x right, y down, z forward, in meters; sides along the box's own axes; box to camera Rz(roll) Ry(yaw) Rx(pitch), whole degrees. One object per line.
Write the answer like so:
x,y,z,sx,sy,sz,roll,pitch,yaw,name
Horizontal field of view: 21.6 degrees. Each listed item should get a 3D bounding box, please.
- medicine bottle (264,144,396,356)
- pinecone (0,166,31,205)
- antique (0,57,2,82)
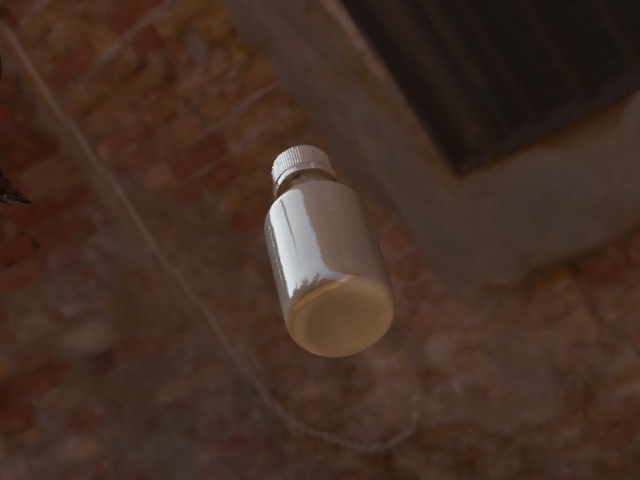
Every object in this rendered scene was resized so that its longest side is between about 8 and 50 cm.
0.000,0.000,1.730,0.114,0.114,0.252,-31,40,12,medicine bottle
-0.425,-0.035,1.781,0.168,0.185,0.212,7,-58,-52,pinecone
-0.350,-0.209,1.434,0.143,0.257,0.121,-17,-13,8,antique
